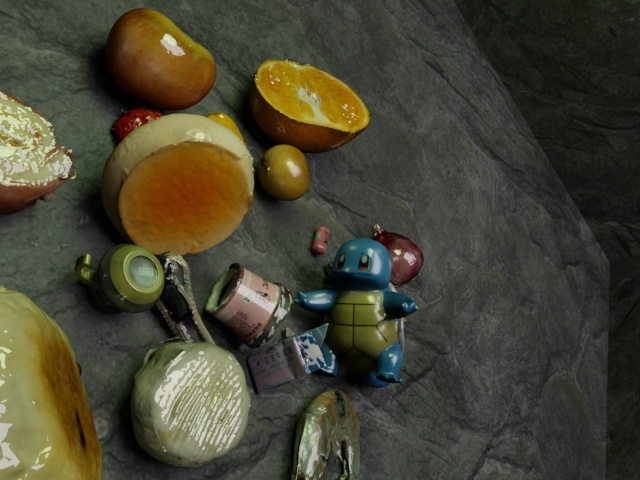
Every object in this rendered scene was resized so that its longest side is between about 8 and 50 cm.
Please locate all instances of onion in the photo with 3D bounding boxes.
[{"bbox_3d":[0.203,0.039,1.881,0.195,0.159,0.159,56,38,0],"label":"onion"}]

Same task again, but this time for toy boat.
[{"bbox_3d":[-0.024,0.234,1.525,0.096,0.122,0.034,61,36,-10],"label":"toy boat"}]

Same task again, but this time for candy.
[{"bbox_3d":[-0.077,0.262,1.419,0.073,0.160,0.092,-6,71,-55],"label":"candy"}]

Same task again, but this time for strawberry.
[{"bbox_3d":[-0.360,-0.202,1.376,0.146,0.082,0.187,-3,79,-45],"label":"strawberry"}]

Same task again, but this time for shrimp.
[{"bbox_3d":[0.014,0.501,1.490,0.247,0.085,0.360,60,34,-22],"label":"shrimp"}]

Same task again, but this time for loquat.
[{"bbox_3d":[-0.090,-0.166,1.630,0.141,0.141,0.141,26,54,-42],"label":"loquat"}]

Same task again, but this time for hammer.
[{"bbox_3d":[0.000,0.000,1.739,0.043,0.043,0.083,41,46,-31],"label":"hammer"}]

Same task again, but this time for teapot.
[{"bbox_3d":[-0.367,0.068,1.186,0.165,0.119,0.130,27,50,-39],"label":"teapot"}]

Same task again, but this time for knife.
[{"bbox_3d":[-0.240,0.193,1.303,0.089,0.043,0.365,-27,104,-9],"label":"knife"}]

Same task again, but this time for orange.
[{"bbox_3d":[-0.027,-0.351,1.710,0.310,0.274,0.274,-20,88,-10],"label":"orange"}]

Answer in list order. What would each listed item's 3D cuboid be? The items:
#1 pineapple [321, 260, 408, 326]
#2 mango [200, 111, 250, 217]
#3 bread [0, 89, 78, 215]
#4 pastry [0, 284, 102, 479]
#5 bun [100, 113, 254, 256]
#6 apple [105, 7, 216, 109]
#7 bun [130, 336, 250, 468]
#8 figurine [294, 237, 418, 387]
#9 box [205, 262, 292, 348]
[{"bbox_3d":[0.115,0.157,1.752,0.130,0.119,0.277,-48,118,-2],"label":"pineapple"},{"bbox_3d":[-0.221,-0.166,1.457,0.126,0.154,0.252,-28,97,-33],"label":"mango"},{"bbox_3d":[-0.537,-0.141,1.079,0.244,0.123,0.190,30,53,-39],"label":"bread"},{"bbox_3d":[-0.457,0.249,0.811,0.312,0.388,0.388,-18,87,-13],"label":"pastry"},{"bbox_3d":[-0.280,-0.121,1.292,0.299,0.299,0.165,22,23,-44],"label":"bun"},{"bbox_3d":[-0.337,-0.371,1.381,0.235,0.173,0.210,34,8,-26],"label":"apple"},{"bbox_3d":[-0.248,0.296,1.206,0.239,0.141,0.239,17,66,-45],"label":"bun"},{"bbox_3d":[0.113,0.211,1.579,0.243,0.298,0.416,-40,126,-51],"label":"figurine"},{"bbox_3d":[-0.159,0.132,1.398,0.135,0.151,0.151,37,46,-22],"label":"box"}]
